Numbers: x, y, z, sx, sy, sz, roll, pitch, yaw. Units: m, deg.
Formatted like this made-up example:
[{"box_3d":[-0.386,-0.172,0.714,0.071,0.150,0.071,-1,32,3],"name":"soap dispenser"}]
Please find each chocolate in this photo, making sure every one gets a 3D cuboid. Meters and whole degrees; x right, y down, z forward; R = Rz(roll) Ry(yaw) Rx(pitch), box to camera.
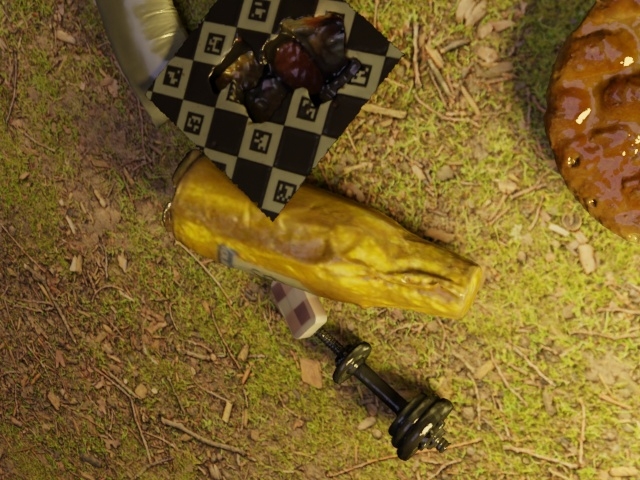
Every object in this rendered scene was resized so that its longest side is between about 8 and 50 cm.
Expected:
[{"box_3d":[0.000,0.000,1.016,0.446,0.162,0.162,19,117,23],"name":"chocolate"}]

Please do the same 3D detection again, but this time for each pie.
[{"box_3d":[0.399,-0.141,0.771,0.340,0.083,0.339,11,115,25],"name":"pie"}]

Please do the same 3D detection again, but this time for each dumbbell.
[{"box_3d":[0.088,0.218,1.085,0.254,0.110,0.110,41,124,19],"name":"dumbbell"}]

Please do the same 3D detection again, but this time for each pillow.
[{"box_3d":[-0.250,-0.308,1.101,0.144,0.078,0.254,-20,98,26],"name":"pillow"}]

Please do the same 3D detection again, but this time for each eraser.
[{"box_3d":[-0.034,0.094,1.132,0.065,0.026,0.105,-49,58,37],"name":"eraser"}]

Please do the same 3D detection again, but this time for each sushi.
[{"box_3d":[-0.062,-0.218,1.011,0.294,0.059,0.292,47,107,20],"name":"sushi"}]
